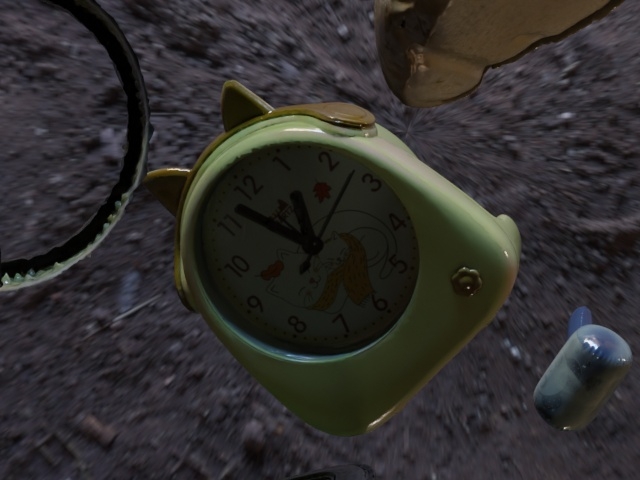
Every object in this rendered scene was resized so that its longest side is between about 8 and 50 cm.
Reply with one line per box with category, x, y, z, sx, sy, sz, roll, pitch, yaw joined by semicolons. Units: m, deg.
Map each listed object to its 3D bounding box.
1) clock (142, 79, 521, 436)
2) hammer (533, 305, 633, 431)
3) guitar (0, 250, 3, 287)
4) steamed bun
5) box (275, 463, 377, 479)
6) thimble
clock;0.000;0.000;1.731;0.348;0.117;0.286;42;112;-4
hammer;0.277;0.118;1.838;0.069;0.194;0.116;29;114;-3
guitar;-0.329;0.024;1.069;0.271;0.084;0.038;-7;100;-30
steamed bun;0.112;-0.195;1.307;0.212;0.231;0.110;-39;65;34
box;-0.053;0.364;1.706;0.253;0.328;0.177;-14;100;8
thimble;-0.272;-0.096;1.422;0.271;0.150;0.270;0;94;-6
